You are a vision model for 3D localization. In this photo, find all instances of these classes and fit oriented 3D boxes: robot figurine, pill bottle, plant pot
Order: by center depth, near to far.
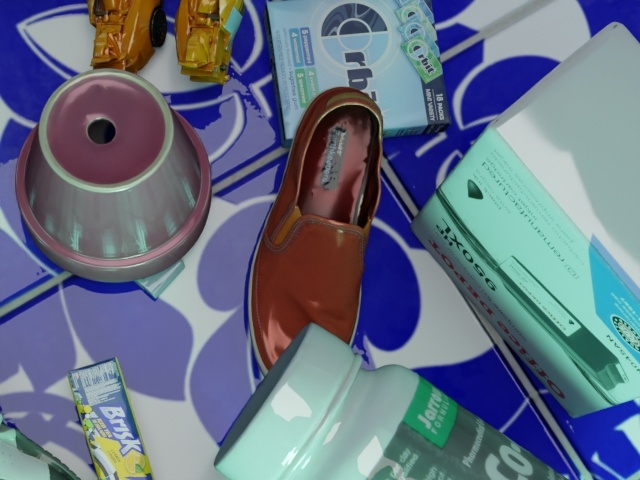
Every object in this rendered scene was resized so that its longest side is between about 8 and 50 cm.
[{"bbox_3d":[0.090,0.250,1.487,0.361,0.204,0.204,35,74,-4],"label":"pill bottle"},{"bbox_3d":[-0.208,-0.076,1.530,0.201,0.180,0.201,1,71,-4],"label":"plant pot"},{"bbox_3d":[-0.154,-0.314,1.626,0.211,0.085,0.291,4,82,17],"label":"robot figurine"}]

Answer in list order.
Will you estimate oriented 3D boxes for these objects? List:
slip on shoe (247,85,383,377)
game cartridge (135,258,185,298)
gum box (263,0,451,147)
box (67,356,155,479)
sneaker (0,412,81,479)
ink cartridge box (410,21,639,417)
[{"bbox_3d":[0.000,0.000,1.582,0.123,0.101,0.331,13,88,-8],"label":"slip on shoe"},{"bbox_3d":[-0.186,0.014,1.609,0.083,0.017,0.056,41,71,2],"label":"game cartridge"},{"bbox_3d":[0.039,-0.189,1.677,0.184,0.041,0.157,-7,79,-9],"label":"gum box"},{"bbox_3d":[-0.205,0.207,1.537,0.054,0.059,0.169,-16,80,-10],"label":"box"},{"bbox_3d":[-0.334,0.234,1.426,0.330,0.122,0.146,47,50,-24],"label":"sneaker"},{"bbox_3d":[0.264,0.002,1.485,0.166,0.395,0.285,-39,85,-13],"label":"ink cartridge box"}]
